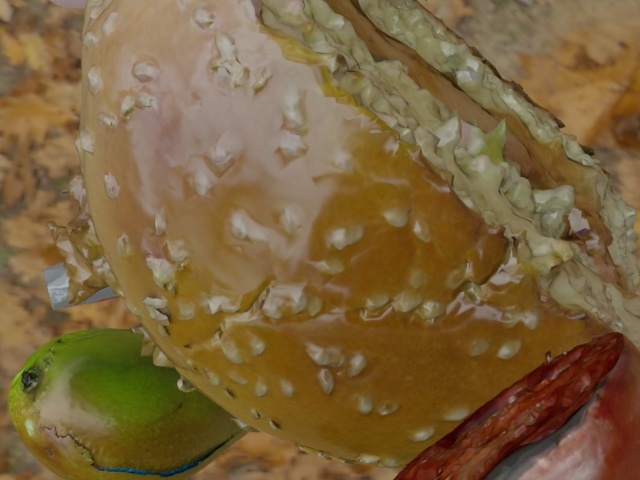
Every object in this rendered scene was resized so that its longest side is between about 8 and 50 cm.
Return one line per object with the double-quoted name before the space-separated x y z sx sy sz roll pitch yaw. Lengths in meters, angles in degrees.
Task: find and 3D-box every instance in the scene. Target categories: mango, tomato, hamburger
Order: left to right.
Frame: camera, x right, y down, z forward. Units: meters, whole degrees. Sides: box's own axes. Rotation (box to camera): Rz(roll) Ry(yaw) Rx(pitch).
"mango" -0.130 0.130 1.328 0.111 0.233 0.125 35 107 40
"hamburger" 0.000 0.000 1.077 0.287 0.445 0.268 -43 28 21
"tomato" 0.086 0.126 0.783 0.174 0.166 0.082 -38 92 28

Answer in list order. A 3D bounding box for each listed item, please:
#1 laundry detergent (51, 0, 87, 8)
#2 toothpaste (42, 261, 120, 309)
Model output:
"laundry detergent" -0.263 -0.357 1.761 0.159 0.335 0.088 -15 63 3
"toothpaste" -0.147 0.017 1.557 0.194 0.043 0.067 -15 70 -9
